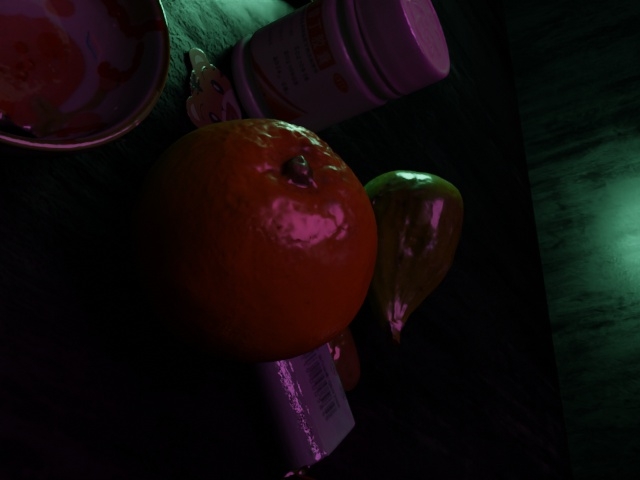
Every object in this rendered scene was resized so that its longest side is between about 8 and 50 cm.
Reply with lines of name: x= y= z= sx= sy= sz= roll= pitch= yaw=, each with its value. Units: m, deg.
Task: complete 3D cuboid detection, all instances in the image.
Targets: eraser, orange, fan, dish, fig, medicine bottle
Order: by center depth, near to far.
dish: x=-0.325 y=-0.214 z=0.846 sx=0.324 sy=0.124 sz=0.324 roll=18 pitch=59 yaw=-33
orange: x=-0.080 y=-0.001 z=1.024 sx=0.312 sy=0.312 sz=0.312 roll=39 pitch=42 yaw=-48
eraser: x=-0.038 y=0.199 z=1.224 sx=0.174 sy=0.081 sz=0.227 roll=-27 pitch=99 yaw=-59
fan: x=-0.143 y=-0.199 z=1.331 sx=0.226 sy=0.008 sz=0.153 roll=40 pitch=40 yaw=-47
medicine bottle: x=0.032 y=-0.304 z=1.374 sx=0.202 sy=0.315 sz=0.202 roll=45 pitch=34 yaw=-43
fig: x=0.143 y=0.007 z=1.522 sx=0.233 sy=0.233 sz=0.314 roll=61 pitch=34 yaw=-23

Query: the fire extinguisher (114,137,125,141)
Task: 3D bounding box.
fire extinguisher: x=-0.287 y=-0.219 z=0.977 sx=0.071 sy=0.099 sz=0.231 roll=-23 pitch=95 yaw=-37

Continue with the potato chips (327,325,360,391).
potato chips: x=0.021 y=0.158 z=1.394 sx=0.202 sy=0.049 sz=0.150 roll=64 pitch=23 yaw=-5

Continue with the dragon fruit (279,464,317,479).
dragon fruit: x=-0.035 y=0.392 z=0.949 sx=0.298 sy=0.244 sz=0.244 roll=2 pitch=73 yaw=-45
